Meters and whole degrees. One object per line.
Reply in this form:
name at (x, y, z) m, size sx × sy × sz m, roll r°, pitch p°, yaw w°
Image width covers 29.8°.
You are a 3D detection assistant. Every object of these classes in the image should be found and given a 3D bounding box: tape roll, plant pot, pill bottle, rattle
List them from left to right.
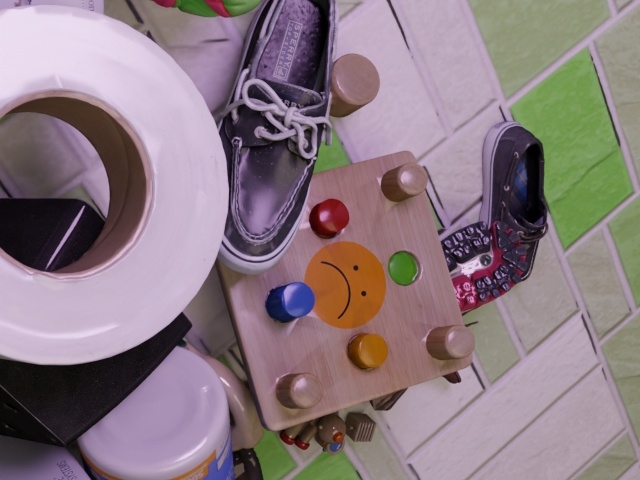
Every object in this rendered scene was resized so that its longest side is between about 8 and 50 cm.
plant pot at (-0.268, 0.084, 1.114) m, size 0.188 × 0.187 × 0.167 m, roll 54°, pitch 52°, yaw -38°
tape roll at (-0.222, -0.040, 0.970) m, size 0.286 × 0.100 × 0.286 m, roll 1°, pitch 87°, yaw -29°
pill bottle at (-0.166, 0.241, 1.256) m, size 0.152 × 0.152 × 0.272 m, roll -27°, pitch 146°, yaw -21°
rattle at (-0.116, 0.129, 1.348) m, size 0.143 × 0.130 × 0.199 m, roll -36°, pitch 102°, yaw -26°

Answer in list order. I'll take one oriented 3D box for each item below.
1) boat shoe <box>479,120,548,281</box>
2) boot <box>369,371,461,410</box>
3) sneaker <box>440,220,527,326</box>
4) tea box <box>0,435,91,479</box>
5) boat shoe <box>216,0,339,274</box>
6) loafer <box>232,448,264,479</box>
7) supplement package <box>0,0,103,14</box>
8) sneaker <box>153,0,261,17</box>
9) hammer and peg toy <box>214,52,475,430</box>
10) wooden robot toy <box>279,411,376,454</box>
boat shoe at (0.253, -0.037, 1.505) m, size 0.080 × 0.076 × 0.228 m, roll -17°, pitch 120°, yaw -26°
boot at (0.116, 0.186, 1.547) m, size 0.114 × 0.037 × 0.106 m, roll -48°, pitch 116°, yaw -9°
sneaker at (0.108, 0.081, 1.451) m, size 0.299 × 0.112 × 0.121 m, roll -22°, pitch 80°, yaw -11°
tea box at (-0.337, 0.365, 1.136) m, size 0.323 × 0.329 × 0.220 m, roll -26°, pitch 118°, yaw -20°
boat shoe at (-0.038, -0.121, 1.173) m, size 0.113 × 0.105 × 0.306 m, roll 20°, pitch 73°, yaw -11°
loafer at (-0.105, 0.332, 1.454) m, size 0.078 × 0.080 × 0.220 m, roll -17°, pitch 116°, yaw -15°
supplement package at (-0.291, -0.198, 1.051) m, size 0.179 × 0.105 × 0.105 m, roll -11°, pitch 116°, yaw -30°
sneaker at (-0.155, -0.401, 0.958) m, size 0.202 × 0.185 × 0.483 m, roll -63°, pitch 147°, yaw -28°
hammer and peg toy at (0.000, 0.000, 1.298) m, size 0.266 × 0.127 × 0.361 m, roll -16°, pitch 89°, yaw -21°
wooden robot toy at (0.006, 0.234, 1.470) m, size 0.173 × 0.079 × 0.076 m, roll 26°, pitch 96°, yaw -38°
